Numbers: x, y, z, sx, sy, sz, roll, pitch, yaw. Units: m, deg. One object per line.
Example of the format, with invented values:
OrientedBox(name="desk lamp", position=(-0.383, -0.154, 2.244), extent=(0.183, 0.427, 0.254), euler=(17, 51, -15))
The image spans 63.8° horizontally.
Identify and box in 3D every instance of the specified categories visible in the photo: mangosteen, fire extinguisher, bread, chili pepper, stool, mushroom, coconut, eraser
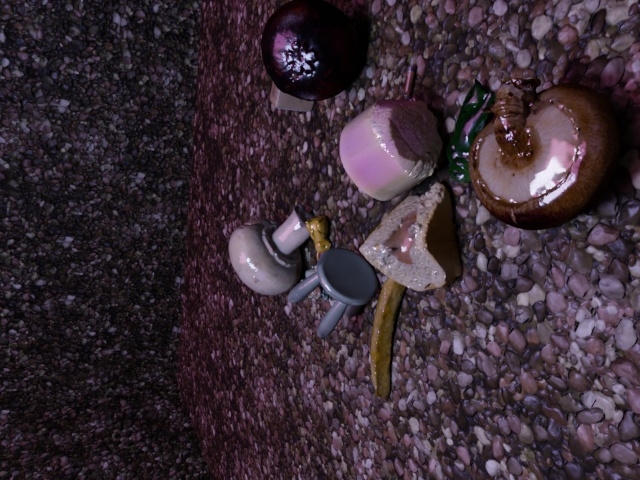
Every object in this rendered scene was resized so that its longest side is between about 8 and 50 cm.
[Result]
OrientedBox(name="mangosteen", position=(-0.029, -0.563, 1.526), extent=(0.293, 0.297, 0.296), euler=(-107, 24, -66))
OrientedBox(name="fire extinguisher", position=(0.233, -0.407, 1.333), extent=(0.028, 0.022, 0.083), euler=(17, 111, 27))
OrientedBox(name="bread", position=(0.261, 0.011, 1.275), extent=(0.211, 0.224, 0.184), euler=(48, 148, -17))
OrientedBox(name="chili pepper", position=(0.330, -0.241, 1.140), extent=(0.098, 0.061, 0.224), euler=(-135, 47, -59))
OrientedBox(name="stool", position=(0.042, 0.149, 1.543), extent=(0.195, 0.195, 0.198), euler=(50, 135, 12))
OrientedBox(name="mushroom", position=(-0.161, 0.018, 1.868), extent=(0.336, 0.315, 0.314), euler=(-46, 51, 27))
OrientedBox(name="coconut", position=(0.167, -0.225, 1.282), extent=(0.245, 0.233, 0.233), euler=(-26, 71, 58))
OrientedBox(name="mushroom", position=(0.396, -0.158, 0.935), extent=(0.297, 0.163, 0.278), euler=(-4, 98, 61))
OrientedBox(name="eraser", position=(-0.067, -0.609, 1.723), extent=(0.078, 0.144, 0.343), euler=(55, 137, 46))

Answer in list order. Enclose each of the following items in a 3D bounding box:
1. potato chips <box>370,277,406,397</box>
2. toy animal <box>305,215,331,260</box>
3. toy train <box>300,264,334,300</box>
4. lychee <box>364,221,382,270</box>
OrientedBox(name="potato chips", position=(0.185, 0.257, 1.454), extent=(0.080, 0.057, 0.406), euler=(38, 125, 58))
OrientedBox(name="toy animal", position=(0.003, -0.001, 1.758), extent=(0.070, 0.083, 0.159), euler=(-3, 102, 35))
OrientedBox(name="toy train", position=(-0.006, 0.144, 1.772), extent=(0.194, 0.081, 0.125), euler=(-5, 78, 63))
OrientedBox(name="lychee", position=(0.174, 0.017, 1.396), extent=(0.114, 0.114, 0.146), euler=(-14, 61, 60))
